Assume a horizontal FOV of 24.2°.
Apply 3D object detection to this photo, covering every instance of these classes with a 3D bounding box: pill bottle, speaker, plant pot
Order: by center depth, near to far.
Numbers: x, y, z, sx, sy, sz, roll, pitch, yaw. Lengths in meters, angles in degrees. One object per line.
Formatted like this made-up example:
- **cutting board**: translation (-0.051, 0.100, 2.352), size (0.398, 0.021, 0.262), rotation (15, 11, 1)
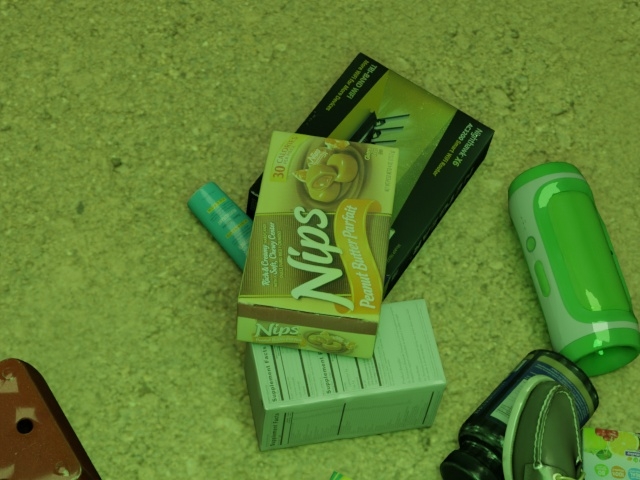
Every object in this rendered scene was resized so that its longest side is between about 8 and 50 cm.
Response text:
- **plant pot**: translation (-0.405, 0.298, 1.840), size (0.267, 0.235, 0.267), rotation (-27, 68, -19)
- **pill bottle**: translation (0.263, 0.257, 2.003), size (0.123, 0.123, 0.219), rotation (40, 65, 15)
- **speaker**: translation (0.360, 0.039, 2.133), size (0.131, 0.131, 0.296), rotation (-8, 63, -11)

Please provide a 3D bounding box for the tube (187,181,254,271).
- **tube**: translation (-0.105, 0.006, 2.146), size (0.080, 0.052, 0.207), rotation (-41, 79, -14)

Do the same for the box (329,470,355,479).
- **box**: translation (-0.009, 0.393, 1.907), size (0.043, 0.105, 0.179), rotation (24, 62, 3)

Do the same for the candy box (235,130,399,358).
- **candy box**: translation (0.000, 0.000, 2.004), size (0.183, 0.087, 0.316), rotation (8, 50, 2)

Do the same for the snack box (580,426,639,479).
- **snack box**: translation (0.401, 0.329, 2.028), size (0.100, 0.037, 0.141), rotation (6, 61, -2)

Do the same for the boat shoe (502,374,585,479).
- **boat shoe**: translation (0.296, 0.336, 1.895), size (0.117, 0.097, 0.324), rotation (4, 90, -37)

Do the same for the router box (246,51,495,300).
- **router box**: translation (0.074, -0.099, 2.200), size (0.243, 0.081, 0.309), rotation (31, 63, 10)

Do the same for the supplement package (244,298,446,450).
- **supplement package**: translation (0.028, 0.180, 2.007), size (0.244, 0.139, 0.133), rotation (-7, 59, -11)
